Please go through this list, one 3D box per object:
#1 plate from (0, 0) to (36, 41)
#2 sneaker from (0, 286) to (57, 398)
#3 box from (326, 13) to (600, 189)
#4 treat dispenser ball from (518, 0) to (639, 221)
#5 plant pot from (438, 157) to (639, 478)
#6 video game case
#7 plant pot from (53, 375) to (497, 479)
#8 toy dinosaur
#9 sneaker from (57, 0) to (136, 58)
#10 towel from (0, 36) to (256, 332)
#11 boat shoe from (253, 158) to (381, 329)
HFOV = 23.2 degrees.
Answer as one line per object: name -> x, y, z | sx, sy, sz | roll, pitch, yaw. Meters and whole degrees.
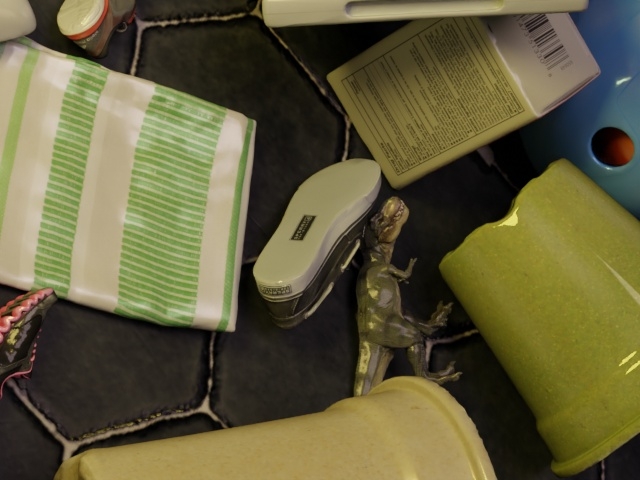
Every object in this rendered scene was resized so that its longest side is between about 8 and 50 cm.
plate -> -0.412, -0.281, 1.353 | 0.278, 0.045, 0.277 | -20, 79, -38
sneaker -> -0.263, 0.091, 1.347 | 0.057, 0.047, 0.119 | 51, 58, -18
box -> 0.146, -0.172, 1.624 | 0.127, 0.232, 0.148 | -35, 96, -40
treat dispenser ball -> 0.361, -0.158, 1.743 | 0.288, 0.288, 0.288 | 14, 65, -32
plant pot -> 0.268, 0.062, 1.630 | 0.254, 0.276, 0.276 | 50, 51, 3
video game case -> 0.105, -0.299, 1.563 | 0.329, 0.300, 0.036 | -83, 169, -58
plant pot -> -0.056, 0.279, 1.273 | 0.305, 0.334, 0.333 | 2, 71, -25
toy dinosaur -> 0.081, 0.095, 1.590 | 0.118, 0.064, 0.268 | 16, 66, -24
sneaker -> -0.206, -0.240, 1.517 | 0.065, 0.061, 0.158 | 55, 45, -42
towel -> -0.209, -0.058, 1.445 | 0.325, 0.038, 0.247 | 19, 63, -30
boat shoe -> 0.000, 0.000, 1.562 | 0.219, 0.078, 0.070 | -53, 141, -40
